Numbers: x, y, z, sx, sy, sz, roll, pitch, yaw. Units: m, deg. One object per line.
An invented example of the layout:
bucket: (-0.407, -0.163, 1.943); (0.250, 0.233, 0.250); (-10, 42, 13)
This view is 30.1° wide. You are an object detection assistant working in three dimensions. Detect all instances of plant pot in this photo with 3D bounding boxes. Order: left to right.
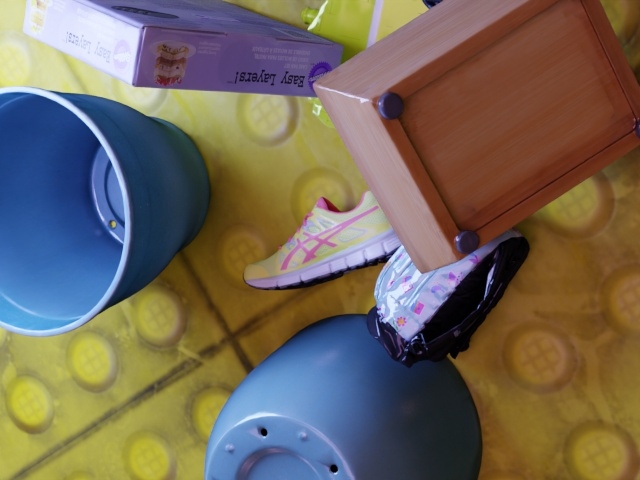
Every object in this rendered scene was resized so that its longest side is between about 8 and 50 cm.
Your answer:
plant pot: (-0.266, -0.046, 1.392); (0.271, 0.255, 0.272); (4, 100, 24)
plant pot: (0.006, 0.247, 1.329); (0.293, 0.235, 0.293); (4, 100, 24)

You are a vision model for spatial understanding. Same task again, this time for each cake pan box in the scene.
cake pan box: (-0.144, -0.217, 1.273); (0.246, 0.267, 0.070); (31, 115, 43)

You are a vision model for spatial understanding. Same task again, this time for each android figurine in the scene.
android figurine: (0.093, -0.191, 1.313); (0.273, 0.056, 0.248); (15, 105, 21)

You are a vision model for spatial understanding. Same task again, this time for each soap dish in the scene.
soap dish: (0.173, -0.128, 1.160); (0.291, 0.118, 0.229); (-33, 110, -6)

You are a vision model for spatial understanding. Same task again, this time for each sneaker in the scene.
sneaker: (0.000, 0.000, 1.384); (0.208, 0.081, 0.094); (-19, 84, 20)

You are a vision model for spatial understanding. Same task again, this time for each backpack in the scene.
backpack: (0.137, 0.041, 1.290); (0.115, 0.152, 0.182); (41, 107, 18)

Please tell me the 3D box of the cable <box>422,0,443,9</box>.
cable: (0.154, -0.311, 1.237); (0.150, 0.047, 0.184); (19, 84, 12)
